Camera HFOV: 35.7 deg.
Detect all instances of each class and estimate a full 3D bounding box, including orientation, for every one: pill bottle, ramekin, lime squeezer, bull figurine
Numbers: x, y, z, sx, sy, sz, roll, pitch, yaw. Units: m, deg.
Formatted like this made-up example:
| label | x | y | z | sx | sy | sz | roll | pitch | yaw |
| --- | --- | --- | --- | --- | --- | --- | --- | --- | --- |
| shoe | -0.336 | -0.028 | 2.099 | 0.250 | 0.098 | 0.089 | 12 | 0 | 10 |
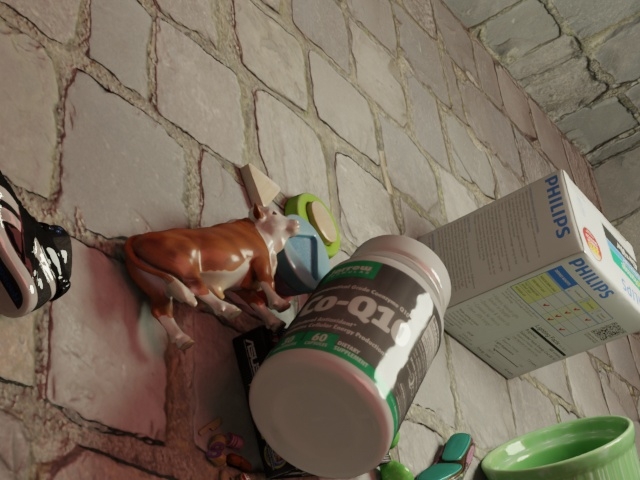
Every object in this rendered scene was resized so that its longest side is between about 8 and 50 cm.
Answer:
| label | x | y | z | sx | sy | sz | roll | pitch | yaw |
| --- | --- | --- | --- | --- | --- | --- | --- | --- | --- |
| pill bottle | 0.059 | 0.149 | 1.423 | 0.204 | 0.204 | 0.361 | 56 | 34 | -13 |
| ramekin | 0.479 | 0.461 | 1.928 | 0.303 | 0.303 | 0.148 | -16 | 88 | -62 |
| lime squeezer | 0.138 | 0.346 | 1.661 | 0.109 | 0.059 | 0.311 | -16 | 74 | -21 |
| bull figurine | -0.134 | 0.041 | 1.408 | 0.310 | 0.101 | 0.188 | -10 | 57 | -45 |

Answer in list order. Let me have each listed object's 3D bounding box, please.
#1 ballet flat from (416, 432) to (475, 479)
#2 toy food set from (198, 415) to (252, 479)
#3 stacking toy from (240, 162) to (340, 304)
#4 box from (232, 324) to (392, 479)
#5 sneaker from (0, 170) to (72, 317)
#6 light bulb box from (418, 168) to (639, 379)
| label | x | y | z | sx | sy | sz | roll | pitch | yaw |
| --- | --- | --- | --- | --- | --- | --- | --- | --- | --- |
| ballet flat | 0.232 | 0.422 | 1.784 | 0.221 | 0.076 | 0.079 | -31 | 113 | -63 |
| toy food set | -0.117 | 0.299 | 1.341 | 0.122 | 0.019 | 0.078 | 63 | 28 | 0 |
| stacking toy | 0.000 | 0.000 | 1.680 | 0.309 | 0.130 | 0.280 | 30 | 43 | -47 |
| box | -0.008 | 0.249 | 1.526 | 0.270 | 0.060 | 0.216 | 16 | 53 | -54 |
| sneaker | -0.361 | -0.024 | 1.156 | 0.121 | 0.079 | 0.217 | -33 | 103 | -65 |
| light bulb box | 0.460 | 0.086 | 2.140 | 0.358 | 0.361 | 0.225 | 37 | 37 | -40 |
